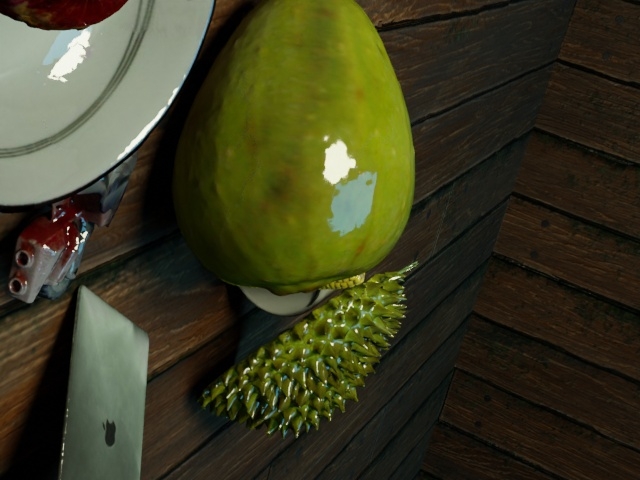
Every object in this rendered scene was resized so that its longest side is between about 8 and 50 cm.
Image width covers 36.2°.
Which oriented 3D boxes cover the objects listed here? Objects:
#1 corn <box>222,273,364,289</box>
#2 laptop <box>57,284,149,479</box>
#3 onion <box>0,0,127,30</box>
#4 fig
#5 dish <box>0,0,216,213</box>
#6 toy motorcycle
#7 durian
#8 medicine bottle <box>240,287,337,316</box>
[{"bbox_3d":[-0.043,0.026,1.178,0.067,0.206,0.067,2,90,-64],"label":"corn"},{"bbox_3d":[-0.222,0.199,1.007,0.187,0.015,0.269,62,26,-65],"label":"laptop"},{"bbox_3d":[-0.148,-0.171,0.544,0.097,0.107,0.107,-111,-157,-50],"label":"onion"},{"bbox_3d":[-0.026,-0.105,1.024,0.258,0.258,0.326,-5,101,-68],"label":"fig"},{"bbox_3d":[-0.200,-0.180,0.666,0.316,0.106,0.316,-45,149,-37],"label":"dish"},{"bbox_3d":[-0.217,-0.044,0.821,0.122,0.082,0.213,-16,125,-67],"label":"toy motorcycle"},{"bbox_3d":[-0.030,0.146,1.292,0.356,0.157,0.169,-35,-147,22],"label":"durian"},{"bbox_3d":[0.000,0.000,1.340,0.258,0.143,0.143,-29,138,-58],"label":"medicine bottle"}]
